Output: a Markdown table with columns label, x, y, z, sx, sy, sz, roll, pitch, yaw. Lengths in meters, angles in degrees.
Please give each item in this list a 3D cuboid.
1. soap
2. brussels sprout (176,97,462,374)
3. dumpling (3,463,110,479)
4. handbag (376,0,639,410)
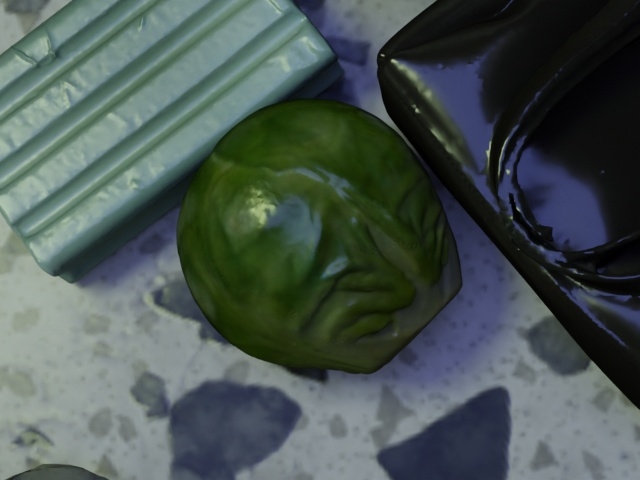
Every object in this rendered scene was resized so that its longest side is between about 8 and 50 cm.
| label | x | y | z | sx | sy | sz | roll | pitch | yaw |
| --- | --- | --- | --- | --- | --- | --- | --- | --- | --- |
| soap | -0.100 | -0.081 | 1.064 | 0.198 | 0.066 | 0.119 | -37 | 79 | -1 |
| brussels sprout | -0.001 | 0.001 | 1.015 | 0.155 | 0.117 | 0.155 | 0 | 93 | 3 |
| dumpling | -0.180 | 0.253 | 0.982 | 0.204 | 0.163 | 0.293 | 39 | 75 | 13 |
| handbag | 0.201 | -0.061 | 1.019 | 0.257 | 0.113 | 0.285 | -40 | 81 | -9 |
